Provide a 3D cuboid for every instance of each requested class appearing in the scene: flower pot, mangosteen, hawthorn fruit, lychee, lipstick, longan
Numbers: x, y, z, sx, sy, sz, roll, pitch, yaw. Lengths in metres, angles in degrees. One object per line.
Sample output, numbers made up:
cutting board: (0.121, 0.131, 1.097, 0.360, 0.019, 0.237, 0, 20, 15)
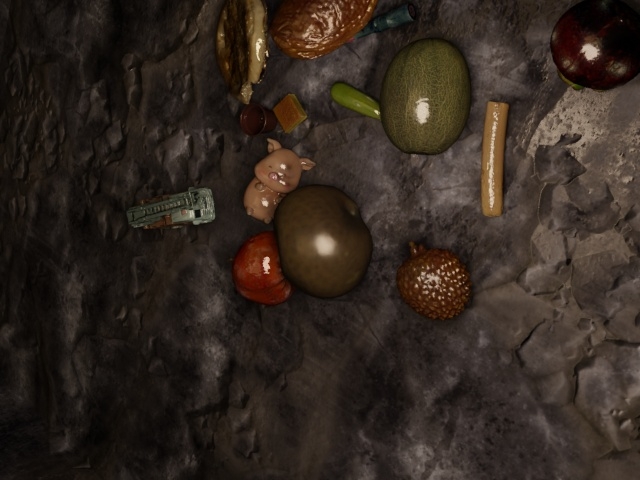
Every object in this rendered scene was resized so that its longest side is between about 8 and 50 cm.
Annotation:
flower pot: (-0.194, -0.391, 1.991, 0.111, 0.089, 0.111, 3, 96, 33)
mangosteen: (0.624, -0.439, 1.390, 0.216, 0.216, 0.215, 4, 97, 33)
hawthorn fruit: (-0.196, 0.084, 1.971, 0.272, 0.242, 0.241, 3, 97, 36)
lychee: (0.303, 0.108, 1.664, 0.200, 0.200, 0.238, -33, 81, 31)
lipstick: (0.161, -0.620, 1.757, 0.234, 0.053, 0.053, -10, 90, 35)
longan: (0.000, 0.000, 1.799, 0.289, 0.288, 0.349, -25, 79, 33)

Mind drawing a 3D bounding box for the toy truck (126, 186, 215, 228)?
toy truck: (-0.527, -0.110, 2.183, 0.339, 0.184, 0.132, -7, 92, 34)

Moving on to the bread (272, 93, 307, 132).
bread: (-0.100, -0.408, 1.960, 0.090, 0.035, 0.094, -36, 76, 31)

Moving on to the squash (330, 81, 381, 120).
squash: (0.110, -0.410, 1.807, 0.201, 0.066, 0.066, 35, 113, 22)

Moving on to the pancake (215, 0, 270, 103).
pancake: (-0.251, -0.621, 1.930, 0.382, 0.071, 0.381, 20, 112, 62)

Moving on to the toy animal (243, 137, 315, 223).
toy animal: (-0.147, -0.180, 1.950, 0.167, 0.154, 0.250, 27, 105, -17)

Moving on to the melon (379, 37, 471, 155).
melon: (0.274, -0.377, 1.598, 0.238, 0.238, 0.301, 8, 95, 32)

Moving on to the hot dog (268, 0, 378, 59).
hot dog: (0.015, -0.695, 1.755, 0.267, 0.174, 0.387, 46, 106, 34)

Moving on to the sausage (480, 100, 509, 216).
sausage: (0.457, -0.212, 1.603, 0.066, 0.066, 0.300, 6, 96, 33)
